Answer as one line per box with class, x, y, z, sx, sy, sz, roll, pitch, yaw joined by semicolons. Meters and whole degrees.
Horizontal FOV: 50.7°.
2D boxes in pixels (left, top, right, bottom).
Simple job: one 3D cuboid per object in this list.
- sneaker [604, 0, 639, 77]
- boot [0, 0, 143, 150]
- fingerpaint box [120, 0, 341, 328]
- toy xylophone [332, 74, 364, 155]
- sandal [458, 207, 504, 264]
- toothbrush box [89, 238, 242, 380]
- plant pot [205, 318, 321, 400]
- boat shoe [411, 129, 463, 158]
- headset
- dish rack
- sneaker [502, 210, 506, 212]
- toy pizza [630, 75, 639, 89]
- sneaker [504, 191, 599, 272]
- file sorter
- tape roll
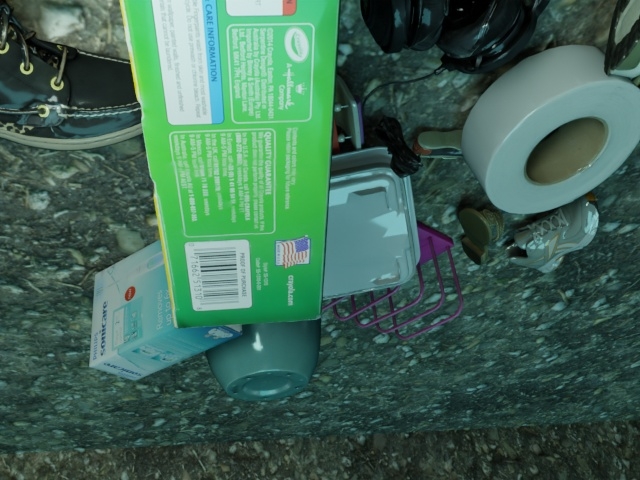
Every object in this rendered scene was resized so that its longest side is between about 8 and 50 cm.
sneaker;0.537;-0.353;0.845;0.182;0.158;0.410;13;152;-7
boot;-0.379;-0.254;0.820;0.377;0.138;0.284;3;146;-9
fingerpaint box;-0.082;-0.198;0.669;0.163;0.371;0.445;-3;133;-7
toy xylophone;-0.086;-0.164;1.075;0.322;0.081;0.236;-14;148;8
sandal;0.348;-0.030;1.424;0.079;0.088;0.240;-40;155;-9
toothbrush box;-0.311;0.124;1.347;0.295;0.216;0.126;-25;144;26
plant pot;-0.129;0.222;1.528;0.292;0.235;0.293;-7;148;-4
boat shoe;0.227;-0.164;1.184;0.137;0.049;0.043;-1;154;-16
headset;0.165;-0.277;0.865;0.243;0.185;0.394;7;133;-24
dish rack;0.000;0.000;1.135;0.332;0.072;0.286;-12;127;4
sneaker;0.383;-0.090;1.328;0.053;0.059;0.144;-10;149;-3
toy pizza;0.608;-0.253;1.153;0.201;0.032;0.201;-7;148;-4
sneaker;0.489;-0.013;1.447;0.121;0.099;0.262;5;144;-13
file sorter;0.133;0.075;1.410;0.290;0.182;0.202;22;137;-40
tape roll;0.381;-0.174;1.112;0.286;0.100;0.286;-14;142;-11
